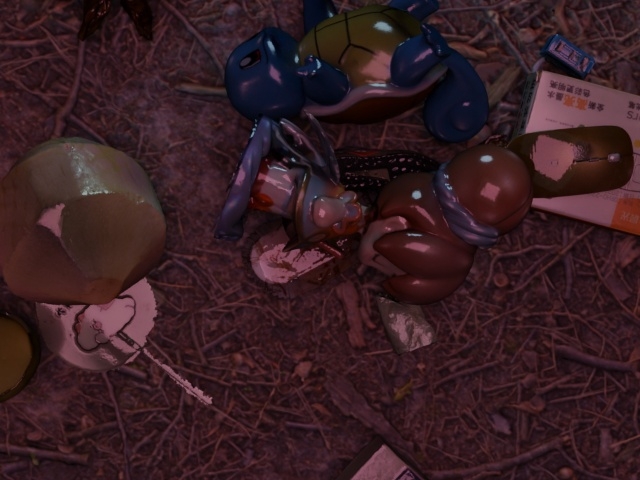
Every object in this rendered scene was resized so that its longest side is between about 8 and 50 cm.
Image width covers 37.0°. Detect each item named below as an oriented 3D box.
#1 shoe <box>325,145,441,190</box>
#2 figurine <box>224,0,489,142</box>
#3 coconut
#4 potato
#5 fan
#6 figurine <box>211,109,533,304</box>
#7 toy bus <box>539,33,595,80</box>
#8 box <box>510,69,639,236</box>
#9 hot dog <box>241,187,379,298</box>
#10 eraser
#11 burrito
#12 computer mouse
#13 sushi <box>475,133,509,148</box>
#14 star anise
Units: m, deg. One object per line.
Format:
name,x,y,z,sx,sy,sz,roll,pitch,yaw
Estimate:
shoe,0.096,-0.118,1.498,0.194,0.077,0.074,1,118,-8
figurine,0.069,-0.275,1.436,0.416,0.298,0.243,6,137,-8
coconut,-0.352,-0.016,1.401,0.259,0.259,0.259,0,93,-4
potato,-0.549,0.198,1.453,0.271,0.111,0.160,-18,69,-1
fan,-0.301,0.159,1.519,0.329,0.009,0.191,41,89,-4
figurine,0.071,-0.052,1.341,0.388,0.276,0.248,21,86,-3
toy bus,0.396,-0.292,1.526,0.083,0.046,0.038,33,90,-4
box,0.437,-0.133,1.514,0.274,0.091,0.221,12,93,-4
hot dog,0.000,0.000,1.505,0.252,0.069,0.131,-27,85,-5
eraser,0.155,0.450,1.528,0.279,0.081,0.124,44,90,-5
burrito,0.134,0.124,1.529,0.074,0.044,0.118,-23,97,1
computer mouse,0.378,-0.119,1.443,0.199,0.045,0.102,-4,96,-1
sushi,0.257,-0.118,1.518,0.061,0.060,0.118,19,93,-10
star anise,-0.310,-0.430,1.421,0.288,0.088,0.288,-7,106,-27
